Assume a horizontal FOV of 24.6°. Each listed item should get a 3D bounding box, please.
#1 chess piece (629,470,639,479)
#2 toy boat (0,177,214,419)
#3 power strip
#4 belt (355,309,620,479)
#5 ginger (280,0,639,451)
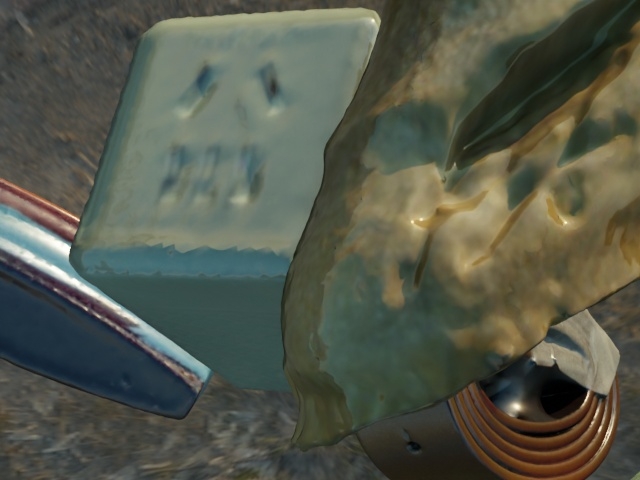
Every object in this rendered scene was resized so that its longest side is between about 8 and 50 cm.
[{"bbox_3d":[0.278,0.219,0.722,0.194,0.194,0.299,-37,81,-5],"label":"chess piece"},{"bbox_3d":[-0.256,0.018,1.067,0.392,0.079,0.136,28,115,-6],"label":"toy boat"},{"bbox_3d":[0.000,0.000,0.746,0.139,0.224,0.140,0,64,29],"label":"power strip"},{"bbox_3d":[0.161,0.135,1.392,0.122,0.339,0.217,-15,76,36],"label":"belt"},{"bbox_3d":[0.095,-0.071,0.522,0.190,0.126,0.354,32,79,-3],"label":"ginger"}]
